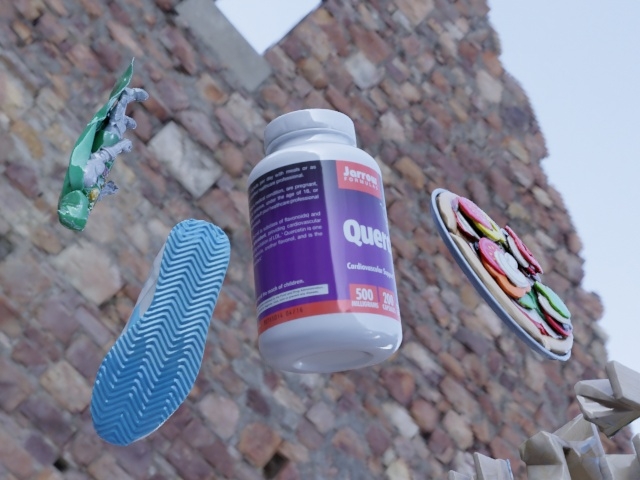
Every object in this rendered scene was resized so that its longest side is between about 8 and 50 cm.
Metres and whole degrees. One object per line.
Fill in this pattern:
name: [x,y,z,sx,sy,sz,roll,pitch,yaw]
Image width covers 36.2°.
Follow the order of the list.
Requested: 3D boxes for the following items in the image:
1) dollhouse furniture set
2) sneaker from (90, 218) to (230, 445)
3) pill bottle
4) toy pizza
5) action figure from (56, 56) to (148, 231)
dollhouse furniture set: [0.428,0.455,1.446,0.257,0.394,0.362,27,-54,-27]
sneaker: [-0.151,0.095,0.951,0.088,0.228,0.092,25,-25,-4]
pill bottle: [0.000,0.000,1.270,0.182,0.322,0.181,-5,-20,-2]
toy pizza: [0.178,0.025,0.922,0.201,0.032,0.201,43,20,-20]
action figure: [-0.251,-0.090,1.104,0.064,0.232,0.137,22,-49,-10]
